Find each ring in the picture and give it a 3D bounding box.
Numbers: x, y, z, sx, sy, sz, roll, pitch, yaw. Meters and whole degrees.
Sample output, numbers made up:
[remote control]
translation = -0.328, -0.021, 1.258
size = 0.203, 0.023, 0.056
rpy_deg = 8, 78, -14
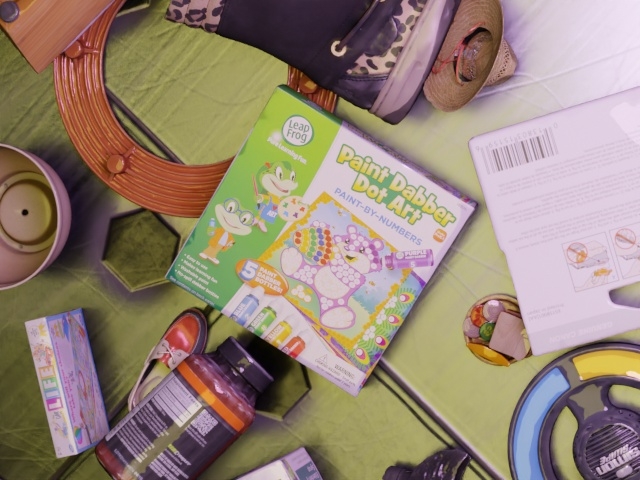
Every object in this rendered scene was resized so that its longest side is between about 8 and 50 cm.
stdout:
[ring]
translation = -0.143, -0.191, 1.974
size = 0.336, 0.032, 0.336
rpy_deg = 1, 93, 14

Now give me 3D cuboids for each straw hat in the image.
[straw hat]
translation = 0.171, -0.191, 1.870
size = 0.061, 0.144, 0.144
rpy_deg = 18, 101, -29

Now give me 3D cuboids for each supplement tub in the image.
[supplement tub]
translation = -0.144, 0.197, 1.950
size = 0.198, 0.106, 0.106
rpy_deg = -44, 82, -3

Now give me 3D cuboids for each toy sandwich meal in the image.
[toy sandwich meal]
translation = 0.191, 0.098, 1.904
size = 0.085, 0.029, 0.085
rpy_deg = 1, 94, 15

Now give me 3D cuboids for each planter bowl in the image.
[planter bowl]
translation = -0.345, -0.030, 1.997
size = 0.162, 0.109, 0.162
rpy_deg = 1, 95, 15

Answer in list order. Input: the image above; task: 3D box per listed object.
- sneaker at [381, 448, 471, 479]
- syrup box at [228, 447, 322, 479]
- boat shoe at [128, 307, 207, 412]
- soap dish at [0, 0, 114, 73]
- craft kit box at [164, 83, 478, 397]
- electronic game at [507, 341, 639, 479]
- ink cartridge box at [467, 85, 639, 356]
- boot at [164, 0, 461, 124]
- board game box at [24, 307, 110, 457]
[sneaker]
translation = 0.102, 0.303, 1.917
size = 0.089, 0.051, 0.170
rpy_deg = 8, 75, 21
[syrup box]
translation = -0.110, 0.320, 1.965
size = 0.237, 0.093, 0.096
rpy_deg = -28, 86, 15
[boat shoe]
translation = -0.172, 0.137, 1.996
size = 0.049, 0.043, 0.137
rpy_deg = 34, 100, 12
[soap dish]
translation = -0.285, -0.362, 1.938
size = 0.291, 0.118, 0.229
rpy_deg = -44, 72, 12
[craft kit box]
translation = 0.000, 0.000, 1.921
size = 0.250, 0.061, 0.246
rpy_deg = 31, 99, 3
[electronic game]
translation = 0.309, 0.220, 1.872
size = 0.229, 0.048, 0.229
rpy_deg = 1, 94, 14
[ink cartridge box]
translation = 0.318, -0.032, 1.848
size = 0.275, 0.060, 0.239
rpy_deg = -16, 90, 15
[boot]
translation = 0.023, -0.336, 1.834
size = 0.284, 0.138, 0.377
rpy_deg = 19, 103, -4
[board game box]
translation = -0.280, 0.157, 1.994
size = 0.026, 0.103, 0.154
rpy_deg = -13, 90, 15
